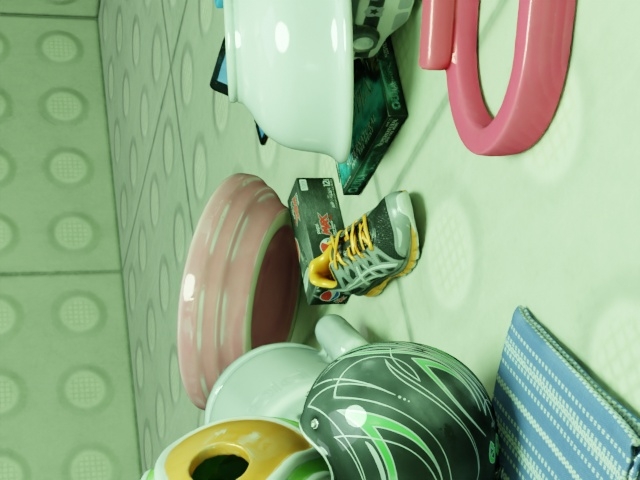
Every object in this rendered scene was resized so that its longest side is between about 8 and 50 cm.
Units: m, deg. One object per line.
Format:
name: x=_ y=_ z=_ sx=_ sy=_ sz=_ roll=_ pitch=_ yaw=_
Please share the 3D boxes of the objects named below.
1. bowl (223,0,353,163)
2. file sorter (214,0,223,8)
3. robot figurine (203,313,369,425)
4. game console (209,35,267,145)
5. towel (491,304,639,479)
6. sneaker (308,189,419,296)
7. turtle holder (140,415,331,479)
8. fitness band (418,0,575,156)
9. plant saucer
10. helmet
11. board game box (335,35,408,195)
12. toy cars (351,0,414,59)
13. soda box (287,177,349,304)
bowl: x=-0.043 y=-0.233 z=1.311 sx=0.298 sy=0.134 sz=0.297 roll=178 pitch=90 yaw=-85
file sorter: x=-0.114 y=-0.455 z=1.749 sx=0.118 sy=0.105 sz=0.170 roll=110 pitch=153 yaw=-49
robot figurine: x=-0.023 y=0.233 z=1.350 sx=0.300 sy=0.200 sz=0.353 roll=-64 pitch=19 yaw=-3
game console: x=-0.121 y=-0.240 z=1.825 sx=0.144 sy=0.124 sz=0.085 roll=119 pitch=172 yaw=-57
towel: x=0.192 y=0.256 z=0.968 sx=0.243 sy=0.040 sz=0.336 roll=-126 pitch=40 yaw=-64
sneaker: x=0.050 y=0.011 z=1.301 sx=0.215 sy=0.083 sz=0.084 roll=122 pitch=145 yaw=-57
turtle holder: x=-0.086 y=0.323 z=1.058 sx=0.320 sy=0.243 sz=0.227 roll=-63 pitch=-15 yaw=0
fitness band: x=0.157 y=-0.220 z=1.013 sx=0.209 sy=0.054 sz=0.290 roll=-146 pitch=56 yaw=-66
plant saucer: x=-0.098 y=0.076 z=1.570 sx=0.332 sy=0.084 sz=0.332 roll=9 pitch=-90 yaw=-75
helmet: x=0.071 y=0.168 z=1.014 sx=0.161 sy=0.169 sz=0.169 roll=71 pitch=163 yaw=-5
board game box: x=0.053 y=-0.153 z=1.374 sx=0.186 sy=0.026 sz=0.126 roll=120 pitch=144 yaw=-58
toy cars: x=0.077 y=-0.377 z=1.201 sx=0.176 sy=0.087 sz=0.393 roll=-109 pitch=19 yaw=-66
soda box: x=0.000 y=0.000 z=1.504 sx=0.060 sy=0.053 sz=0.169 roll=114 pitch=150 yaw=-53
